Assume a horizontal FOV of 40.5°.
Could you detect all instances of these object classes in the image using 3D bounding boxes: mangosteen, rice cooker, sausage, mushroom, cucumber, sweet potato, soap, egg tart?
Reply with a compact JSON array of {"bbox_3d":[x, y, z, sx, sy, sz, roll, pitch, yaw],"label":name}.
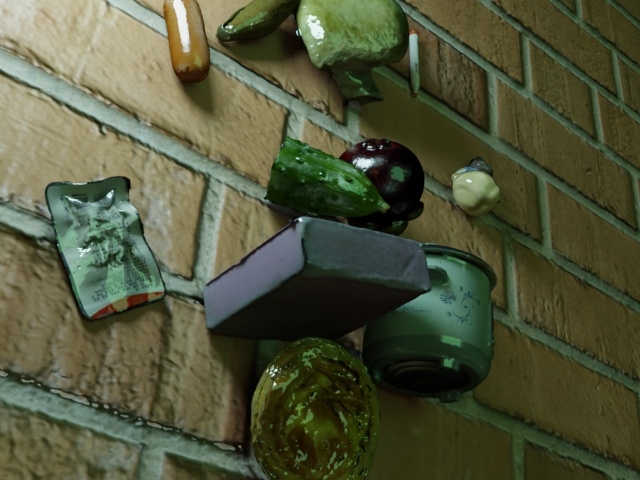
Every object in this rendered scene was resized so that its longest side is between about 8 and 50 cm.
[{"bbox_3d":[0.119,-0.112,1.800,0.209,0.210,0.210,21,54,-33],"label":"mangosteen"},{"bbox_3d":[0.209,0.144,1.687,0.316,0.264,0.317,-1,90,-78],"label":"rice cooker"},{"bbox_3d":[-0.260,-0.399,1.689,0.076,0.076,0.198,6,62,-40],"label":"sausage"},{"bbox_3d":[0.068,-0.468,1.934,0.217,0.212,0.292,19,62,-56],"label":"mushroom"},{"bbox_3d":[0.018,-0.104,1.670,0.244,0.134,0.134,22,48,3],"label":"cucumber"},{"bbox_3d":[-0.127,-0.500,1.865,0.112,0.085,0.286,36,59,2],"label":"sweet potato"},{"bbox_3d":[-0.010,0.083,1.491,0.285,0.296,0.107,12,57,-40],"label":"soap"},{"bbox_3d":[-0.014,0.313,1.491,0.297,0.132,0.297,8,78,-38],"label":"egg tart"}]

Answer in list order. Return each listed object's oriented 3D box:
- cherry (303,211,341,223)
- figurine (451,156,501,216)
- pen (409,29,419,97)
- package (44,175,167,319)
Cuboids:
[{"bbox_3d":[0.006,-0.002,1.701,0.126,0.087,0.106,51,49,-5],"label":"cherry"},{"bbox_3d":[0.381,-0.141,2.132,0.114,0.108,0.196,53,24,-21],"label":"figurine"},{"bbox_3d":[0.240,-0.451,2.212,0.026,0.026,0.218,24,53,-32],"label":"pen"},{"bbox_3d":[-0.351,0.006,1.410,0.166,0.040,0.232,-17,88,-43],"label":"package"}]
